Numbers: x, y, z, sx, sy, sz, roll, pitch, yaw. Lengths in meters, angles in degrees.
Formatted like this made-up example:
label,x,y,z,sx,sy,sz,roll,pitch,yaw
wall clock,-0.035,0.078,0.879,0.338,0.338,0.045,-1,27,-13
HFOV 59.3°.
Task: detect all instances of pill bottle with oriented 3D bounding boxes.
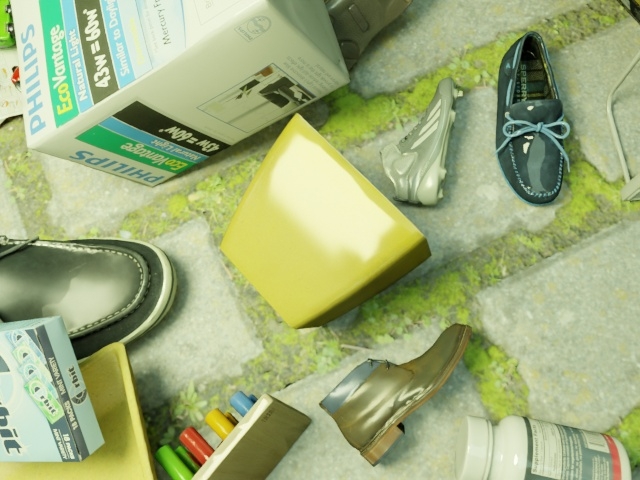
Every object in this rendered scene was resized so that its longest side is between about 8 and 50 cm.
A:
label,x,y,z,sx,sy,sz,roll,pitch,yaw
pill bottle,0.260,0.272,0.679,0.180,0.108,0.107,10,75,7

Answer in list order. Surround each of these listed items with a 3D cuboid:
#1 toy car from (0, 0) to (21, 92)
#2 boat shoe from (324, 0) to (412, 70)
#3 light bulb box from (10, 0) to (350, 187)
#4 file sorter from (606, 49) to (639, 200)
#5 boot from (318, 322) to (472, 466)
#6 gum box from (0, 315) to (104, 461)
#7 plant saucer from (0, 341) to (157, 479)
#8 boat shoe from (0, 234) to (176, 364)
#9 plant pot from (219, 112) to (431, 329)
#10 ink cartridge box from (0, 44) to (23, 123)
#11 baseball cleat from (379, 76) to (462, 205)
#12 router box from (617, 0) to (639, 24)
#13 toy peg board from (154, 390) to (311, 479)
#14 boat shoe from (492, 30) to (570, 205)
label,x,y,z,sx,sy,sz,roll,pitch,yaw
toy car,-0.518,-0.297,0.906,0.239,0.053,0.224,-7,67,-17
boat shoe,0.006,-0.332,0.879,0.324,0.123,0.116,-38,41,1
light bulb box,-0.203,-0.315,0.756,0.361,0.225,0.357,-23,72,22
file sorter,0.561,-0.179,0.749,0.278,0.193,0.173,-7,71,2
boot,0.098,0.172,0.732,0.106,0.082,0.219,38,82,10
gum box,-0.350,0.172,0.638,0.185,0.041,0.156,-10,100,24
plant saucer,-0.307,0.340,0.647,0.333,0.081,0.332,-34,50,5
boat shoe,-0.450,0.080,0.757,0.501,0.156,0.186,-4,72,1
plant pot,0.000,0.000,0.735,0.187,0.212,0.212,-45,76,5
ink cartridge box,-0.561,-0.238,0.924,0.179,0.045,0.145,-21,72,-21
baseball cleat,0.145,-0.153,0.829,0.110,0.072,0.205,8,71,13
router box,0.443,-0.416,0.795,0.081,0.243,0.308,-40,74,24
toy peg board,-0.111,0.249,0.690,0.079,0.161,0.160,35,79,27
boat shoe,0.298,-0.181,0.817,0.109,0.089,0.258,-8,74,1
